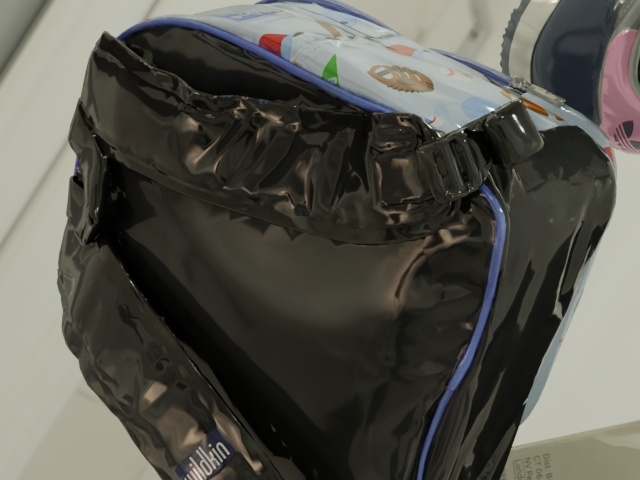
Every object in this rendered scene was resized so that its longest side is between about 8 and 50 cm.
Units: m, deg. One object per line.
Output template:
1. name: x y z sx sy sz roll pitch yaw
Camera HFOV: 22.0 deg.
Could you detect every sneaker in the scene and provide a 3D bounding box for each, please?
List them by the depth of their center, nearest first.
1. sneaker: 0.245 -0.180 0.921 0.112 0.319 0.131 32 6 -44

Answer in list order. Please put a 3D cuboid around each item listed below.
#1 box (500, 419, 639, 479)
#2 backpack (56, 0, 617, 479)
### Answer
1. box: 0.244 0.173 0.937 0.148 0.311 0.121 55 26 -51
2. backpack: 0.000 0.000 0.822 0.263 0.277 0.213 31 27 25
